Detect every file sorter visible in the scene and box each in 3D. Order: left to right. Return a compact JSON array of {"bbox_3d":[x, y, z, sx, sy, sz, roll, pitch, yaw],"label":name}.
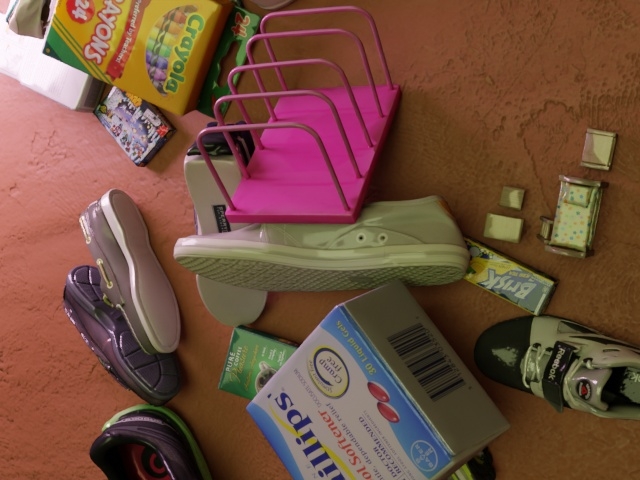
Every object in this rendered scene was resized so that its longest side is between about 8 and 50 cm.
[{"bbox_3d":[-0.028,-0.190,1.480,0.202,0.290,0.182,1,137,23],"label":"file sorter"}]

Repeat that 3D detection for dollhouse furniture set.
[{"bbox_3d":[0.326,-0.079,1.459,0.161,0.101,0.181,12,97,22],"label":"dollhouse furniture set"}]

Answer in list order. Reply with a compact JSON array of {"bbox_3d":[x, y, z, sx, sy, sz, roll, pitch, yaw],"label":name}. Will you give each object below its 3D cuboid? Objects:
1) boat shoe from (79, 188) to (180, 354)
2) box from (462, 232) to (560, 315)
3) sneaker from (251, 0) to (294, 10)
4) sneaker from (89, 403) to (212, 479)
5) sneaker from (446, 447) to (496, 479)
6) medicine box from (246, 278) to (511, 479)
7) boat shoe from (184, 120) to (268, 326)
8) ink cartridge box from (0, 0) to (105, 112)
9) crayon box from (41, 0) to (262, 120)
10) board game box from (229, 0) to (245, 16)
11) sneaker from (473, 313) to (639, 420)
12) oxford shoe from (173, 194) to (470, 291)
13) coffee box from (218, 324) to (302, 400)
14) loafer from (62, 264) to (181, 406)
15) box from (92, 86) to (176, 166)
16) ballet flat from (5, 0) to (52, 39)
[{"bbox_3d":[-0.331,0.064,1.744,0.091,0.109,0.305,-28,75,22],"label":"boat shoe"},{"bbox_3d":[0.268,0.049,1.515,0.169,0.054,0.059,28,102,21],"label":"box"},{"bbox_3d":[-0.005,-0.456,1.575,0.290,0.123,0.106,-30,78,20],"label":"sneaker"},{"bbox_3d":[-0.212,0.484,1.655,0.483,0.202,0.185,43,108,16],"label":"sneaker"},{"bbox_3d":[0.139,0.268,1.553,0.121,0.111,0.300,-36,76,24],"label":"sneaker"},{"bbox_3d":[0.074,0.253,1.450,0.263,0.149,0.289,53,130,17],"label":"medicine box"},{"bbox_3d":[-0.140,-0.035,1.660,0.127,0.158,0.340,2,121,7],"label":"boat shoe"},{"bbox_3d":[-0.471,-0.413,1.803,0.261,0.066,0.296,26,101,19],"label":"ink cartridge box"},{"bbox_3d":[-0.280,-0.342,1.668,0.319,0.081,0.202,24,109,4],"label":"crayon box"},{"bbox_3d":[-0.234,-0.401,1.702,0.186,0.026,0.126,-26,101,22],"label":"board game box"},{"bbox_3d":[0.368,0.183,1.432,0.331,0.146,0.122,8,96,24],"label":"sneaker"},{"bbox_3d":[0.000,0.000,1.519,0.449,0.169,0.130,-3,72,14],"label":"oxford shoe"},{"bbox_3d":[-0.067,0.217,1.655,0.184,0.040,0.113,15,99,11],"label":"coffee box"},{"bbox_3d":[-0.353,0.177,1.770,0.302,0.109,0.095,50,128,20],"label":"loafer"},{"bbox_3d":[-0.327,-0.209,1.771,0.094,0.027,0.137,-46,75,17],"label":"box"},{"bbox_3d":[-0.451,-0.455,1.725,0.086,0.086,0.248,36,105,18],"label":"ballet flat"}]
